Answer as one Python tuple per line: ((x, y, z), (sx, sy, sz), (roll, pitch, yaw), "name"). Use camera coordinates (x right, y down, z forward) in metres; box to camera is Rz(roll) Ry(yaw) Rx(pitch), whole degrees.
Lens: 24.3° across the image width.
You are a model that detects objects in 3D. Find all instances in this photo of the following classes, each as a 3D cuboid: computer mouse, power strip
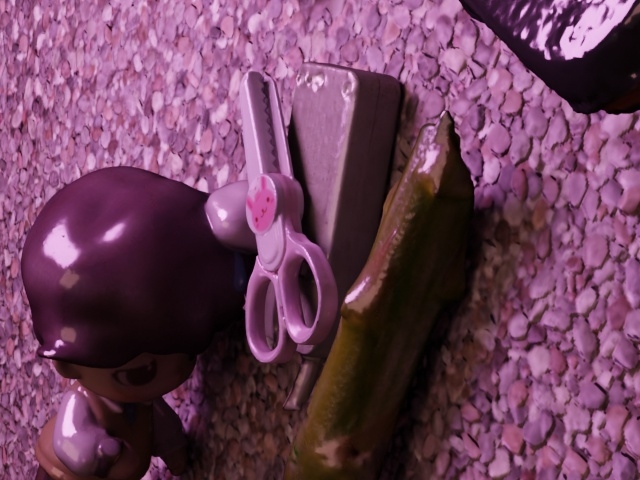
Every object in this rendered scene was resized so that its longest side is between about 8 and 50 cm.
((0.180, -0.185, 0.937), (0.183, 0.116, 0.323), (-58, 29, 18), "computer mouse")
((0.000, 0.000, 1.221), (0.093, 0.053, 0.288), (21, 104, 52), "power strip")

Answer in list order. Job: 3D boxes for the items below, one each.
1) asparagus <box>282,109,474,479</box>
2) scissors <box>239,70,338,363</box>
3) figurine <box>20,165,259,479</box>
((0.052, 0.059, 1.124), (0.082, 0.085, 0.343), (38, 116, 44), "asparagus")
((-0.036, -0.025, 1.200), (0.118, 0.030, 0.242), (-32, 60, 52), "scissors")
((-0.170, 0.113, 1.319), (0.206, 0.218, 0.365), (22, 111, 50), "figurine")
